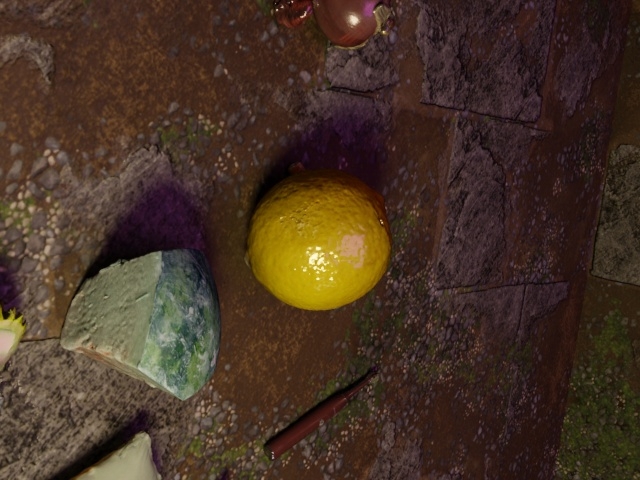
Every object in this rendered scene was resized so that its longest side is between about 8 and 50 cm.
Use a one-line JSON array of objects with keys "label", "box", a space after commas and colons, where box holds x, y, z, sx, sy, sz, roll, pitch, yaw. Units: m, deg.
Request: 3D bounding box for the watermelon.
[{"label": "watermelon", "box": [-0.295, 0.133, 1.288, 0.387, 0.258, 0.229, -70, 152, -87]}]

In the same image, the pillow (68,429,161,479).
[{"label": "pillow", "box": [-0.379, 0.519, 1.334, 0.312, 0.119, 0.310, -33, 125, -38]}]

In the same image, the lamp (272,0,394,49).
[{"label": "lamp", "box": [0.035, -0.451, 1.525, 0.223, 0.151, 0.215, 30, 66, -3]}]

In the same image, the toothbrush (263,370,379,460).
[{"label": "toothbrush", "box": [0.011, 0.388, 1.779, 0.364, 0.040, 0.041, -27, 119, -40]}]

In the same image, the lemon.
[{"label": "lemon", "box": [0.001, -0.001, 1.497, 0.293, 0.293, 0.293, -15, 111, -44]}]

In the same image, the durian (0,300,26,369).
[{"label": "durian", "box": [-0.532, 0.158, 1.038, 0.351, 0.158, 0.169, -23, 117, -55]}]

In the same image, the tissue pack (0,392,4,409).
[{"label": "tissue pack", "box": [-0.519, 0.267, 1.113, 0.112, 0.051, 0.156, -18, 151, -42]}]

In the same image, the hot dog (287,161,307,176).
[{"label": "hot dog", "box": [-0.028, -0.106, 1.617, 0.044, 0.028, 0.137, -33, 124, -6]}]
